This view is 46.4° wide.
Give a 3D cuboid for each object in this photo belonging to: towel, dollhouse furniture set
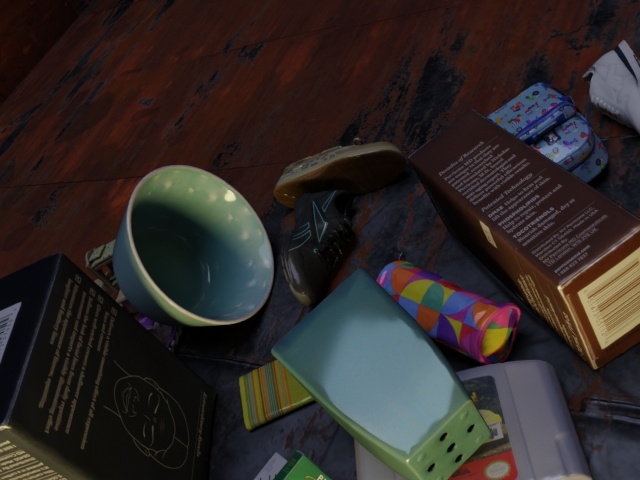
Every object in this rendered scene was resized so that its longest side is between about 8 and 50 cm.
[{"bbox_3d":[-0.022,0.219,1.197,0.237,0.021,0.102,-26,45,12],"label":"towel"},{"bbox_3d":[-0.429,0.085,1.473,0.182,0.101,0.161,-28,34,23],"label":"dollhouse furniture set"}]

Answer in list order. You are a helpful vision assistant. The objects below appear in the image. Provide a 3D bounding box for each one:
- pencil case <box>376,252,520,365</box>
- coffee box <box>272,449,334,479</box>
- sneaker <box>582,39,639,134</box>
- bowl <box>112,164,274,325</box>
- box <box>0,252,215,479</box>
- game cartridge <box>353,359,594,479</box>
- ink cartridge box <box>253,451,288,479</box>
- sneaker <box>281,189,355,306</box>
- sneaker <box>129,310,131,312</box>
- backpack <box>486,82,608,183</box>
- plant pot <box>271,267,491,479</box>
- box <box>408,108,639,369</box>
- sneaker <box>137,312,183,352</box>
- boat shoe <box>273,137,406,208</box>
[{"bbox_3d":[0.181,0.101,1.102,0.104,0.104,0.236,-47,40,-14],"label":"pencil case"},{"bbox_3d":[-0.045,0.382,0.971,0.184,0.113,0.040,-50,8,-15],"label":"coffee box"},{"bbox_3d":[0.501,-0.230,1.226,0.095,0.090,0.235,-31,33,28],"label":"sneaker"},{"bbox_3d":[-0.255,0.036,1.375,0.163,0.311,0.311,-33,33,38],"label":"bowl"},{"bbox_3d":[-0.356,0.270,1.089,0.212,0.395,0.293,-23,39,18],"label":"box"},{"bbox_3d":[0.181,0.267,0.968,0.294,0.060,0.196,-23,36,16],"label":"game cartridge"},{"bbox_3d":[-0.090,0.406,1.032,0.207,0.046,0.097,-50,39,-16],"label":"ink cartridge box"},{"bbox_3d":[0.000,0.000,1.339,0.106,0.101,0.267,-15,43,22],"label":"sneaker"},{"bbox_3d":[-0.336,0.099,1.522,0.185,0.069,0.084,-28,39,24],"label":"sneaker"},{"bbox_3d":[0.368,-0.154,1.208,0.158,0.117,0.173,-32,41,6],"label":"backpack"},{"bbox_3d":[0.089,0.190,0.952,0.166,0.165,0.234,-42,45,-7],"label":"plant pot"},{"bbox_3d":[0.297,-0.018,1.060,0.143,0.191,0.381,-36,38,1],"label":"box"},{"bbox_3d":[-0.326,0.182,1.394,0.095,0.104,0.236,-25,38,17],"label":"sneaker"},{"bbox_3d":[0.034,-0.145,1.459,0.285,0.104,0.089,-13,47,28],"label":"boat shoe"}]
